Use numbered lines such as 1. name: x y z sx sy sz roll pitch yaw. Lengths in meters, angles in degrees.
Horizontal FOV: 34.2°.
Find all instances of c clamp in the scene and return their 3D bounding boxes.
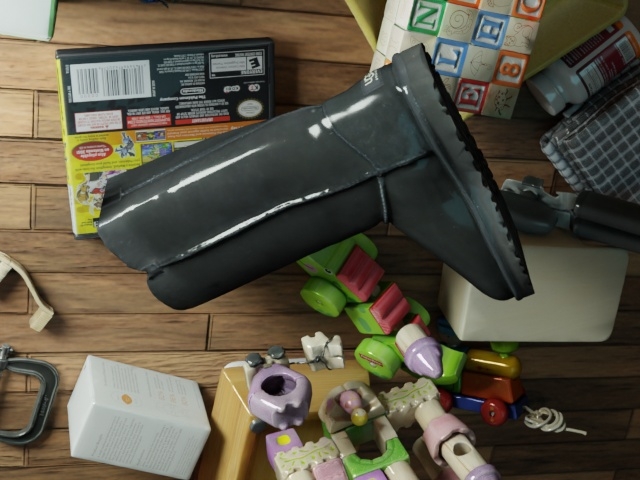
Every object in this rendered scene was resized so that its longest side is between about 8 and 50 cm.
1. c clamp: -0.438 0.214 1.449 0.137 0.022 0.160 6 110 -24

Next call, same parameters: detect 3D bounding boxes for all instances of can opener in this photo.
1. can opener: 0.376 -0.023 1.467 0.093 0.280 0.074 -60 153 -32

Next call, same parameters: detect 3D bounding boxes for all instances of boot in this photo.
1. boot: -0.001 -0.002 1.301 0.445 0.146 0.367 -24 117 15

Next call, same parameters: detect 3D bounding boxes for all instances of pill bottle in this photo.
1. pill bottle: 0.363 -0.245 1.440 0.152 0.086 0.086 -38 118 3

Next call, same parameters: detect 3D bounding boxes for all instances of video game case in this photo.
1. video game case: -0.194 -0.133 1.356 0.275 0.035 0.248 -6 115 -15

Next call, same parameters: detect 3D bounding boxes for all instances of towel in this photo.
1. towel: 0.489 -0.150 1.501 0.284 0.121 0.235 -41 117 4

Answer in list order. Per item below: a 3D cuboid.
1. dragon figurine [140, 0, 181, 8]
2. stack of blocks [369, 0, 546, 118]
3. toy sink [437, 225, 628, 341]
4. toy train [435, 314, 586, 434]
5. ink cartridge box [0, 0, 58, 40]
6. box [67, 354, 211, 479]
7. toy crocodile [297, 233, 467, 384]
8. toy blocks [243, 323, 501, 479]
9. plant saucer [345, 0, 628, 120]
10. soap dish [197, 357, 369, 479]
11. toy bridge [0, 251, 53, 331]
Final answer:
1. dragon figurine: -0.107 -0.368 1.244 0.289 0.085 0.144 -15 119 -4
2. stack of blocks: 0.182 -0.311 1.266 0.171 0.087 0.297 7 111 -19
3. toy sink: 0.307 0.053 1.533 0.234 0.131 0.152 1 113 -12
4. toy train: 0.279 0.196 1.548 0.248 0.105 0.143 8 105 28
5. ink cartridge box: -0.325 -0.319 1.136 0.087 0.208 0.153 5 111 -15
6. box: -0.255 0.247 1.453 0.171 0.130 0.091 18 108 -22
7. toy crocodile: 0.075 0.088 1.463 0.340 0.105 0.115 49 63 -21
8. toy blocks: 0.083 0.298 1.340 0.289 0.260 0.308 -17 125 -13
9. plant saucer: 0.191 -0.354 1.345 0.333 0.081 0.332 -33 118 1
10. soap dish: -0.055 0.312 1.525 0.229 0.118 0.290 1 120 -25
11. toy bridge: -0.430 0.047 1.371 0.188 0.026 0.063 38 96 -27
